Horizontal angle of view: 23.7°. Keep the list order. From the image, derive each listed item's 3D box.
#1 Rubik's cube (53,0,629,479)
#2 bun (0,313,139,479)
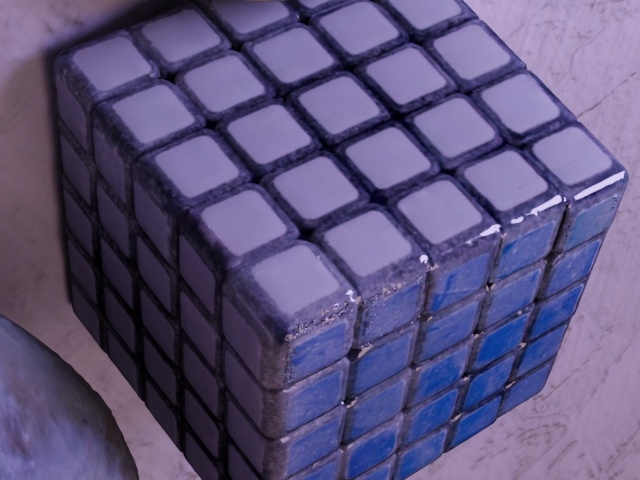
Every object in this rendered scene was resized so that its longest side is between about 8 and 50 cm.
[{"bbox_3d":[0.000,0.000,0.898,0.237,0.238,0.237,-26,148,-26],"label":"Rubik's cube"},{"bbox_3d":[-0.271,0.170,0.809,0.362,0.211,0.362,-31,148,-22],"label":"bun"}]
